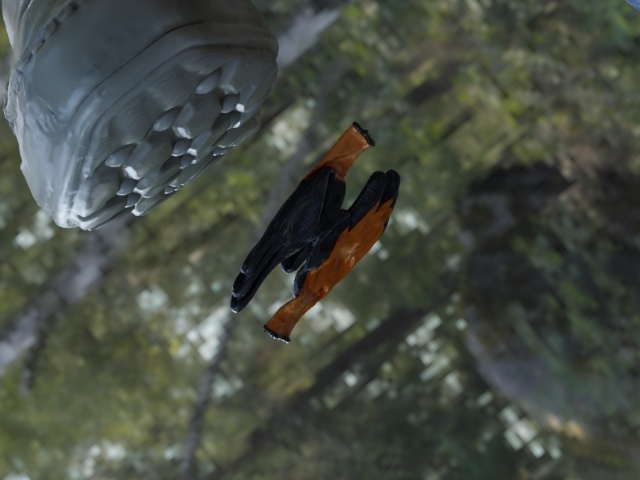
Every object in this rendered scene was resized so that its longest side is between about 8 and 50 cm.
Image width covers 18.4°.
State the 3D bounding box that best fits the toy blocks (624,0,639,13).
[{"bbox_3d":[0.154,-0.161,0.355,0.190,0.381,0.261,35,-178,-25],"label":"toy blocks"}]

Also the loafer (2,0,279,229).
[{"bbox_3d":[-0.084,-0.073,0.777,0.111,0.112,0.319,52,176,-2],"label":"loafer"}]

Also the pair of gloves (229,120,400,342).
[{"bbox_3d":[0.000,0.000,0.673,0.010,0.074,0.083,37,177,20],"label":"pair of gloves"}]
